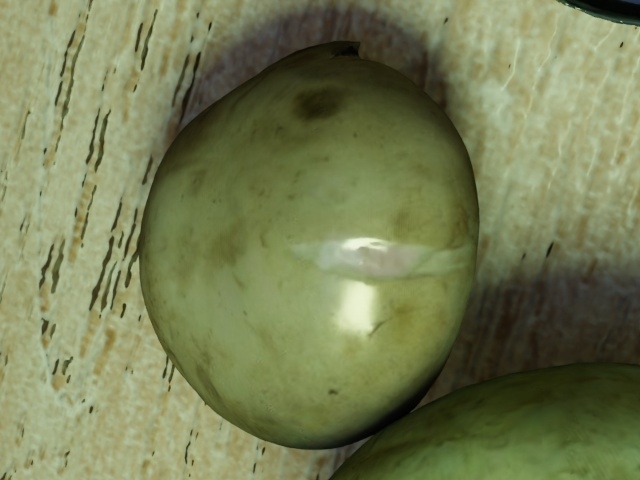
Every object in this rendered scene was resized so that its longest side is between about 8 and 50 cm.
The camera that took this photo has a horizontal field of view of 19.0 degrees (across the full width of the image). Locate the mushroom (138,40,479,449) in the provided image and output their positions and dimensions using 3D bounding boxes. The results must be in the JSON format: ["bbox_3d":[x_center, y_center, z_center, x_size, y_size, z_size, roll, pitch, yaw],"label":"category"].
[{"bbox_3d":[0.000,0.000,1.173,0.184,0.255,0.255,14,119,-33],"label":"mushroom"}]

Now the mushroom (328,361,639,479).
[{"bbox_3d":[0.144,0.220,1.124,0.352,0.352,0.260,-33,58,24],"label":"mushroom"}]

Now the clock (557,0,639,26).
[{"bbox_3d":[0.202,-0.263,1.094,0.281,0.055,0.280,5,108,17],"label":"clock"}]
